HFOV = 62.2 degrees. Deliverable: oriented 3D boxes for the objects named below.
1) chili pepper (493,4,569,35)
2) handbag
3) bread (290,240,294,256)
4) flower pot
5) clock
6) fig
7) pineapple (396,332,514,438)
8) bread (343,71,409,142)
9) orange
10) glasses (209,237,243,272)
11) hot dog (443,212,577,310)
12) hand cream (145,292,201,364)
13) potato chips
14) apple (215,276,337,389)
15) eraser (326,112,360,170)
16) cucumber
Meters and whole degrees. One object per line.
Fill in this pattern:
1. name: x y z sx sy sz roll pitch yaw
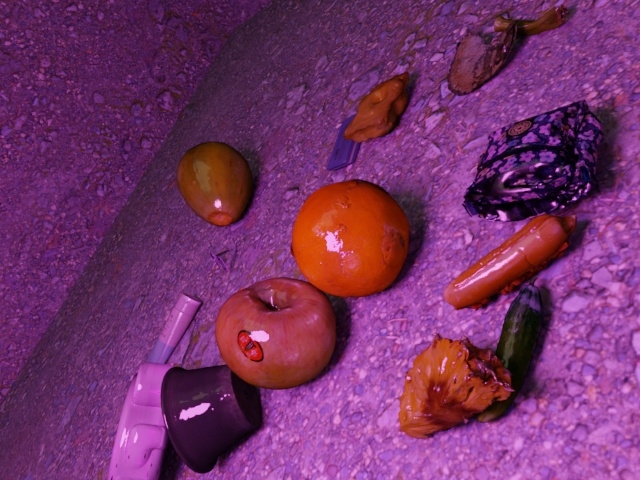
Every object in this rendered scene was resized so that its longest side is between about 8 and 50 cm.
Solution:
1. chili pepper: 0.490 -0.508 1.242 0.201 0.051 0.050 26 105 58
2. handbag: 0.364 -0.131 0.927 0.228 0.127 0.208 -11 35 44
3. bread: 0.000 0.000 1.331 0.160 0.073 0.161 -30 36 25
4. flower pot: -0.220 0.358 1.141 0.148 0.235 0.235 -25 36 6
5. clock: -0.412 0.465 1.244 0.295 0.113 0.322 122 157 -62
6. fig: -0.354 -0.183 1.824 0.258 0.258 0.326 -38 52 21
7. pineapple: 0.194 0.204 0.809 0.233 0.079 0.135 -51 14 47
8. bread: 0.171 -0.367 1.482 0.160 0.088 0.233 -2 53 45
9. orange: 0.063 -0.004 1.089 0.246 0.246 0.246 -33 36 28
10. glasses: -0.290 0.040 1.710 0.103 0.063 0.140 -38 26 -21
11. hot dog: 0.315 0.039 0.874 0.249 0.102 0.076 -41 74 21
12. hand cream: -0.472 0.316 1.644 0.111 0.070 0.312 26 87 57
13. potato chips: 0.392 -0.454 1.295 0.220 0.029 0.202 -12 60 62
14. apple: -0.088 0.190 1.106 0.260 0.194 0.261 -2 31 1
15. eraser: 0.083 -0.293 1.562 0.082 0.036 0.225 -17 45 45
16. cucumber: 0.295 0.160 0.801 0.056 0.056 0.250 2 62 53
